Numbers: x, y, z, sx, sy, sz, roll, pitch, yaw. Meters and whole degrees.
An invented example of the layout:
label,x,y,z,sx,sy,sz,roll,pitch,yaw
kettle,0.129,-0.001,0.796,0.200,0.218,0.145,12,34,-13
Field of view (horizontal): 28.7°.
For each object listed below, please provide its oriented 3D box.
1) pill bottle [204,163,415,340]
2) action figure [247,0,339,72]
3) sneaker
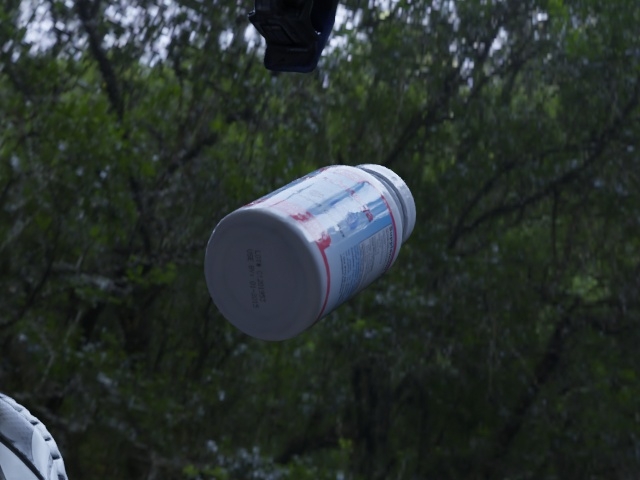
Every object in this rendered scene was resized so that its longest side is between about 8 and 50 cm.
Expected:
label,x,y,z,sx,sy,sz,roll,pitch,yaw
pill bottle,0.000,0.000,0.827,0.087,0.160,0.087,11,-68,27
action figure,0.077,-0.230,0.499,0.178,0.341,0.330,13,-12,26
sneaker,-0.230,0.195,0.905,0.078,0.234,0.106,-40,-27,11
